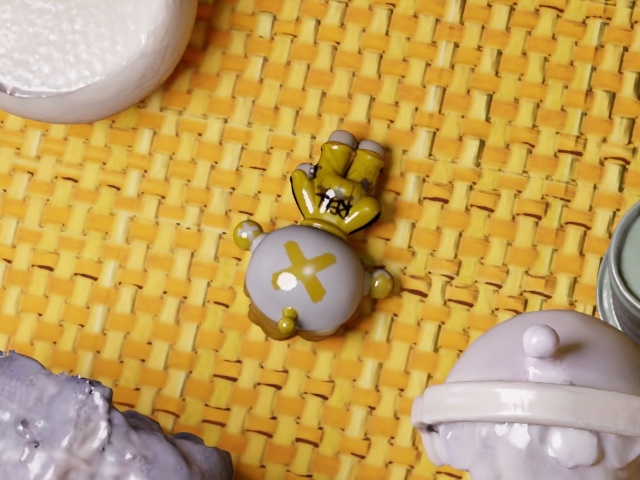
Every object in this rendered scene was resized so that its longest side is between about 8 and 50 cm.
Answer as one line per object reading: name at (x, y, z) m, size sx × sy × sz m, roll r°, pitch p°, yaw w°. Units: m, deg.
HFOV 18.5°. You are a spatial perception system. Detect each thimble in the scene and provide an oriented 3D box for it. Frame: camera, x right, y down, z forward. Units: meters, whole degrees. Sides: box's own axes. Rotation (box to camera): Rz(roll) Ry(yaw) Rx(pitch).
thimble at (-0.160, 0.163, 1.157) m, size 0.205 × 0.236 × 0.172 m, roll 23°, pitch 84°, yaw -13°

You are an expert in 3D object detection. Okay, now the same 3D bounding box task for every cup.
cup at (0.220, 0.022, 1.162) m, size 0.120 × 0.141 × 0.120 m, roll -2°, pitch 78°, yaw 11°

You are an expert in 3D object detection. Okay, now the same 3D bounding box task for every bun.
bun at (-0.165, -0.156, 1.294) m, size 0.173 × 0.120 × 0.173 m, roll -1°, pitch 83°, yaw 6°

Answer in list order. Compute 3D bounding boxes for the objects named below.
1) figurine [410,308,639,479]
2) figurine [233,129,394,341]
figurine at (0.133, 0.119, 1.112) m, size 0.162 × 0.237 × 0.141 m, roll 5°, pitch 70°, yaw 10°
figurine at (0.005, 0.001, 1.253) m, size 0.101 × 0.068 × 0.143 m, roll 43°, pitch 71°, yaw 10°
